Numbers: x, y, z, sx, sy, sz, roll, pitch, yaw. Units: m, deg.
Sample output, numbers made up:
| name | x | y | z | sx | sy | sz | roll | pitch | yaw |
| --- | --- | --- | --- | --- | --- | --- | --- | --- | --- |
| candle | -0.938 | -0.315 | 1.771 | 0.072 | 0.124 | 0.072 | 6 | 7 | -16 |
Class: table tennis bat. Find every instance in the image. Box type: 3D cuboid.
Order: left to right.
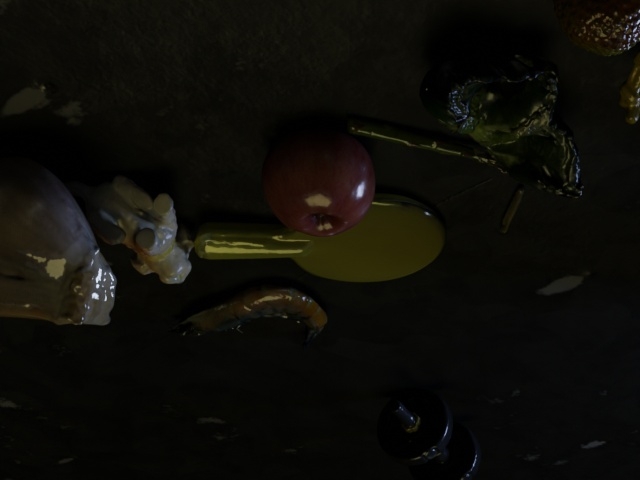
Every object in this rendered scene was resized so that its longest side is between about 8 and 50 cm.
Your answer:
| name | x | y | z | sx | sy | sz | roll | pitch | yaw |
| --- | --- | --- | --- | --- | --- | --- | --- | --- | --- |
| table tennis bat | 0.000 | 0.000 | 1.769 | 0.369 | 0.054 | 0.224 | -1 | 147 | -2 |

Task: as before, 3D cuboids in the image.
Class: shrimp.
| name | x | y | z | sx | sy | sz | roll | pitch | yaw |
| --- | --- | --- | --- | --- | --- | --- | --- | --- | --- |
| shrimp | -0.110 | 0.147 | 1.992 | 0.262 | 0.051 | 0.198 | -20 | 140 | 26 |

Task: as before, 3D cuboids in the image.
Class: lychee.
| name | x | y | z | sx | sy | sz | roll | pitch | yaw |
| --- | --- | --- | --- | --- | --- | --- | --- | --- | --- |
| lychee | 0.310 | -0.258 | 1.304 | 0.114 | 0.114 | 0.146 | -10 | 164 | 18 |

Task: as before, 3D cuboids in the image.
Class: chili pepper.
| name | x | y | z | sx | sy | sz | roll | pitch | yaw |
| --- | --- | --- | --- | --- | --- | --- | --- | --- | --- |
| chili pepper | 0.222 | -0.161 | 1.464 | 0.148 | 0.116 | 0.264 | 25 | 176 | 45 |

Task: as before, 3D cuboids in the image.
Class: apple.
| name | x | y | z | sx | sy | sz | roll | pitch | yaw |
| --- | --- | --- | --- | --- | --- | --- | --- | --- | --- |
| apple | -0.001 | -0.073 | 1.592 | 0.154 | 0.120 | 0.153 | 1 | 146 | 1 |

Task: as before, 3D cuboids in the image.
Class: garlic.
| name | x | y | z | sx | sy | sz | roll | pitch | yaw |
| --- | --- | --- | --- | --- | --- | --- | --- | --- | --- |
| garlic | -0.409 | -0.003 | 1.693 | 0.246 | 0.231 | 0.340 | 2 | -176 | -10 |

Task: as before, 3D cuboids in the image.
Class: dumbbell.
| name | x | y | z | sx | sy | sz | roll | pitch | yaw |
| --- | --- | --- | --- | --- | --- | --- | --- | --- | --- |
| dumbbell | 0.201 | 0.371 | 2.217 | 0.143 | 0.143 | 0.325 | -14 | 143 | 23 |

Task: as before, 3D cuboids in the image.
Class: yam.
| name | x | y | z | sx | sy | sz | roll | pitch | yaw |
| --- | --- | --- | --- | --- | --- | --- | --- | --- | --- |
| yam | 0.271 | -0.043 | 1.710 | 0.014 | 0.014 | 0.107 | 6 | 146 | -4 |

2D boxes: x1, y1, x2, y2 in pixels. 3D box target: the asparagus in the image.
| name | x | y | z | sx | sy | sz | roll | pitch | yaw |
| --- | --- | --- | --- | --- | --- | --- | --- | --- | --- |
| asparagus | 0.153 | -0.123 | 1.583 | 0.249 | 0.024 | 0.025 | 14 | 121 | -10 |

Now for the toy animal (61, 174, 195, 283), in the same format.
| name | x | y | z | sx | sy | sz | roll | pitch | yaw |
| --- | --- | --- | --- | --- | --- | --- | --- | --- | --- |
| toy animal | -0.271 | -0.020 | 1.743 | 0.184 | 0.104 | 0.185 | 23 | 170 | 20 |

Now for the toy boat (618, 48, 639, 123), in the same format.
| name | x | y | z | sx | sy | sz | roll | pitch | yaw |
| --- | --- | --- | --- | --- | --- | --- | --- | --- | --- |
| toy boat | 0.466 | -0.240 | 1.332 | 0.141 | 0.099 | 0.318 | 27 | 137 | -36 |
